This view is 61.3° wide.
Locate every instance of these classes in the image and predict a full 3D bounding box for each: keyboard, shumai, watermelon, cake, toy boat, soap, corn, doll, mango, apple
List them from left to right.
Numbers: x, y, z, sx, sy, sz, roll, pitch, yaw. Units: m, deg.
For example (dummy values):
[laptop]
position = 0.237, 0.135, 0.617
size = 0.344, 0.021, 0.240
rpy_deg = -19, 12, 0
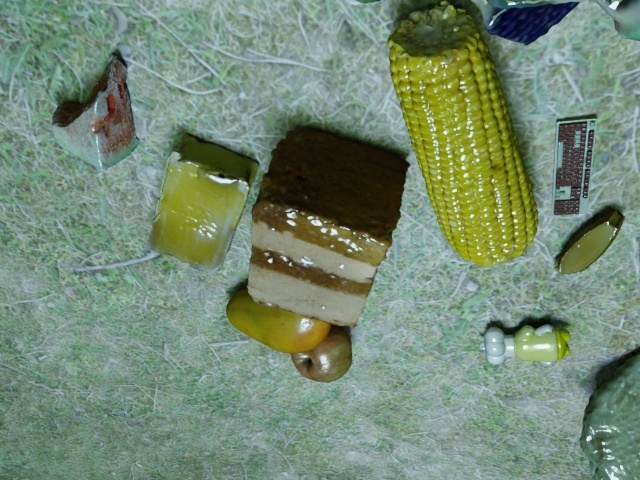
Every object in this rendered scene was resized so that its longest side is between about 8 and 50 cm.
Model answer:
[watermelon]
position = -0.318, -0.176, 0.803
size = 0.158, 0.097, 0.121
rpy_deg = -29, 122, 27
[soap]
position = -0.200, -0.052, 0.905
size = 0.135, 0.076, 0.233
rpy_deg = 22, 134, -8
[mango]
position = -0.083, 0.147, 1.022
size = 0.253, 0.113, 0.138
rpy_deg = -2, 131, 39
[cake]
position = 0.000, 0.000, 0.840
size = 0.199, 0.196, 0.293
rpy_deg = 15, 138, 0
[apple]
position = 0.003, 0.222, 1.091
size = 0.126, 0.102, 0.126
rpy_deg = 19, 117, 42
[corn]
position = 0.197, -0.114, 0.724
size = 0.144, 0.143, 0.387
rpy_deg = -13, 130, 22
[doll]
position = 0.386, 0.198, 1.027
size = 0.163, 0.062, 0.106
rpy_deg = -5, 127, 15
[keyboard]
position = 0.369, -0.102, 0.783
size = 0.055, 0.017, 0.165
rpy_deg = -5, 131, 15
[toy boat]
position = 0.423, 0.010, 0.856
size = 0.047, 0.049, 0.149
rpy_deg = 41, 136, 15
[shumai]
position = 0.662, 0.371, 1.081
size = 0.310, 0.303, 0.263
rpy_deg = -3, 166, 11

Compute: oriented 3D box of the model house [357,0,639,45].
[model house]
position = 0.187, -0.278, 0.465
size = 0.284, 0.298, 0.243
rpy_deg = 30, 131, -16
